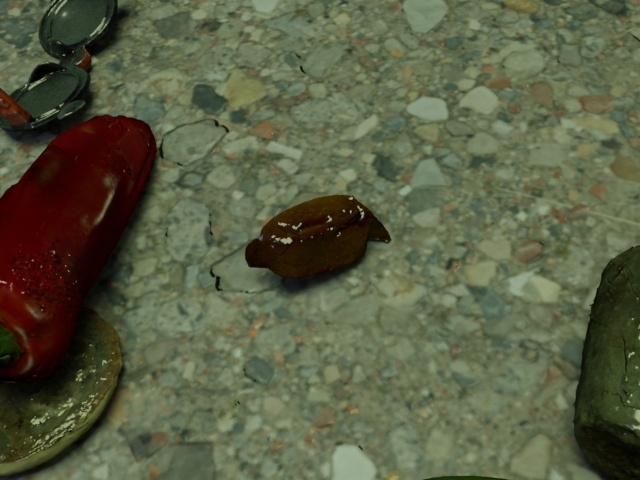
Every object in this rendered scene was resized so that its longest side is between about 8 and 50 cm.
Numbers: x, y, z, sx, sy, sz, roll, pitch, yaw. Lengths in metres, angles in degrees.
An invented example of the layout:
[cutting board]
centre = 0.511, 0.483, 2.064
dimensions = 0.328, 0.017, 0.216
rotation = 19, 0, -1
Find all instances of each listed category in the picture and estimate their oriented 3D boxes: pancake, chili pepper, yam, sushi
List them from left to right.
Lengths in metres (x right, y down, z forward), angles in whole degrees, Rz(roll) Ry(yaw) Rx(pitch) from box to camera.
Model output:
[pancake]
centre = -0.230, 0.111, 0.662
dimensions = 0.158, 0.028, 0.158
rotation = -4, 50, 5
[chili pepper]
centre = -0.219, 0.005, 0.680
dimensions = 0.110, 0.110, 0.388
rotation = 4, 39, 9
[sushi]
centre = 0.000, 0.000, 0.708
dimensions = 0.120, 0.055, 0.052
rotation = -25, 42, -26
[yam]
centre = 0.234, 0.086, 0.590
dimensions = 0.107, 0.107, 0.183
rotation = 14, 56, 16

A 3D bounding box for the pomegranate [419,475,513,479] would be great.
[pomegranate]
centre = 0.105, 0.249, 0.411
dimensions = 0.301, 0.236, 0.236
rotation = 22, 55, -3

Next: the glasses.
[glasses]
centre = -0.313, -0.260, 0.814
dimensions = 0.118, 0.268, 0.234
rotation = -9, 51, 23
